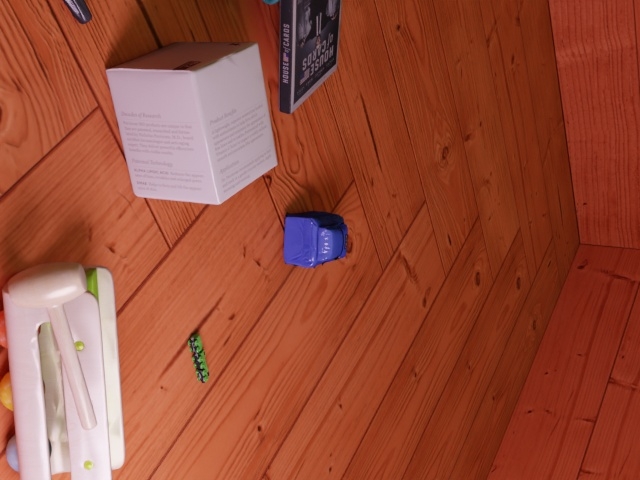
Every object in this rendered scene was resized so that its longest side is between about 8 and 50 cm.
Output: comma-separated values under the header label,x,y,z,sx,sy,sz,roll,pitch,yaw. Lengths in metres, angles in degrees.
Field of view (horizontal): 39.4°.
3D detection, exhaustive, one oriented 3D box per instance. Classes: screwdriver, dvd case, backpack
label,x,y,z,sx,sy,sz,roll,pitch,yaw
screwdriver,-0.320,-0.331,1.062,0.024,0.025,0.170,-61,143,-33
dvd case,-0.016,-0.355,1.498,0.179,0.029,0.239,-51,153,-43
backpack,0.000,0.000,1.590,0.120,0.101,0.098,-13,113,-62

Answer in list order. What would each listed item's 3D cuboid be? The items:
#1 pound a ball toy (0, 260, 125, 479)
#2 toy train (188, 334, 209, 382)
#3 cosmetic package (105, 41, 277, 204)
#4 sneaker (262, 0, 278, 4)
label,x,y,z,sx,sy,sz,roll,pitch,yaw
pound a ball toy,-0.312,0.161,1.024,0.208,0.135,0.319,-110,-162,-77
toy train,-0.187,0.183,1.387,0.024,0.017,0.083,-55,140,-56
cosmetic package,-0.170,-0.165,1.219,0.151,0.151,0.184,-40,129,-50
sneaker,-0.123,-0.411,1.311,0.275,0.107,0.110,-6,109,-59
